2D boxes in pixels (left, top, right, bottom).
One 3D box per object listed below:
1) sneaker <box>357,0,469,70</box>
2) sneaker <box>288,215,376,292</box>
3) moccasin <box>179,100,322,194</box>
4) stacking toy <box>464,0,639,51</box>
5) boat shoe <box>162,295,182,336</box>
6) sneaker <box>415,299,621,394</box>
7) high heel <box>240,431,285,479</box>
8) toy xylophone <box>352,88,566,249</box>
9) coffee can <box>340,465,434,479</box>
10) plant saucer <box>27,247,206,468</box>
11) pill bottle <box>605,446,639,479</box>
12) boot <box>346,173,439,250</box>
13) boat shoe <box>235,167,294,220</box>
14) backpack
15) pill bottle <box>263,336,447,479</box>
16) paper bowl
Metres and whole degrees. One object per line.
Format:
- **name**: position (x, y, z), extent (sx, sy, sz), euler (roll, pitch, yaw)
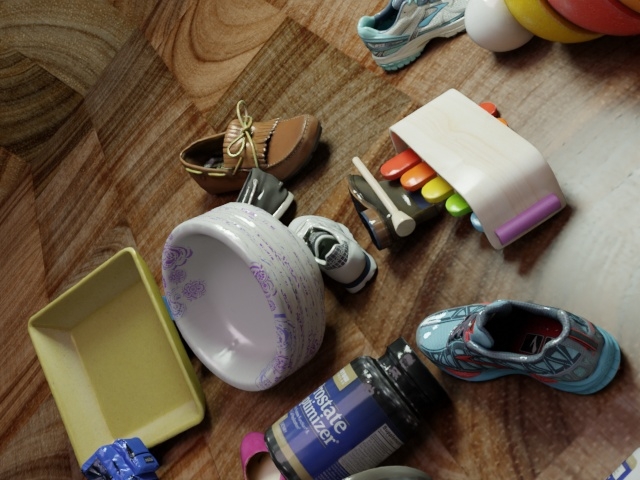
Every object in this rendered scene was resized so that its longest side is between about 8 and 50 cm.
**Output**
- **sneaker**: position (0.190, -0.420, 1.295), extent (0.283, 0.122, 0.110), euler (-33, 42, 27)
- **sneaker**: position (0.000, 0.000, 1.197), extent (0.090, 0.095, 0.235), euler (-57, 34, -1)
- **moccasin**: position (-0.150, -0.190, 1.471), extent (0.380, 0.147, 0.139), euler (-1, 61, 48)
- **stacking toy**: position (0.364, -0.393, 0.987), extent (0.480, 0.350, 0.350), euler (-14, 50, 63)
- **boat shoe**: position (-0.327, 0.164, 1.428), extent (0.258, 0.089, 0.109), euler (6, 53, 46)
- **sneaker**: position (0.208, 0.103, 0.851), extent (0.262, 0.125, 0.104), euler (-4, 59, 47)
- **high heel**: position (-0.086, 0.338, 1.000), extent (0.082, 0.117, 0.244), euler (-48, 36, 9)
- **toy xylophone**: position (0.183, -0.106, 1.042), extent (0.236, 0.081, 0.322), euler (-27, 39, 5)
- **coffee can**: position (0.093, 0.387, 0.687), extent (0.201, 0.201, 0.275), euler (-48, 36, 8)
- **plant saucer**: position (-0.365, 0.226, 1.336), extent (0.333, 0.081, 0.333), euler (-32, 77, 27)
- **pill bottle**: position (0.268, 0.289, 0.646), extent (0.186, 0.112, 0.112), euler (-49, 36, 8)
- **boot**: position (0.111, -0.063, 1.164), extent (0.106, 0.082, 0.219), euler (-23, 32, 1)
- **boat shoe**: position (-0.179, 0.009, 1.334), extent (0.335, 0.095, 0.112), euler (-55, 15, -21)
- **backpack**: position (-0.326, 0.400, 1.220), extent (0.101, 0.098, 0.120), euler (-46, 68, 11)
- **pill bottle**: position (0.047, 0.226, 0.922), extent (0.219, 0.123, 0.123), euler (-39, 37, -1)
- **paper bowl**: position (-0.108, 0.079, 1.136), extent (0.284, 0.284, 0.148), euler (-7, 16, 45)
